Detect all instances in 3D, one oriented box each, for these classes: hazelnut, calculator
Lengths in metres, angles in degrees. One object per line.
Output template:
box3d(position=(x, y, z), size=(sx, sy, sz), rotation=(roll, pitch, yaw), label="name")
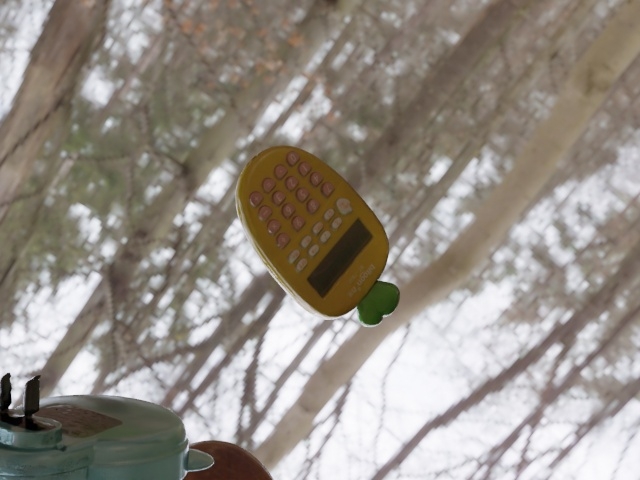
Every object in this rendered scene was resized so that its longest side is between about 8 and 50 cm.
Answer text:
box3d(position=(-0.154, 0.375, 1.811), size=(0.214, 0.176, 0.214), rotation=(11, -113, -26), label="hazelnut")
box3d(position=(0.000, 0.000, 1.441), size=(0.235, 0.032, 0.146), rotation=(51, -122, -16), label="calculator")

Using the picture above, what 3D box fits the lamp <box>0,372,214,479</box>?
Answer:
box3d(position=(-0.265, 0.232, 1.442), size=(0.209, 0.147, 0.284), rotation=(7, 169, 33), label="lamp")
